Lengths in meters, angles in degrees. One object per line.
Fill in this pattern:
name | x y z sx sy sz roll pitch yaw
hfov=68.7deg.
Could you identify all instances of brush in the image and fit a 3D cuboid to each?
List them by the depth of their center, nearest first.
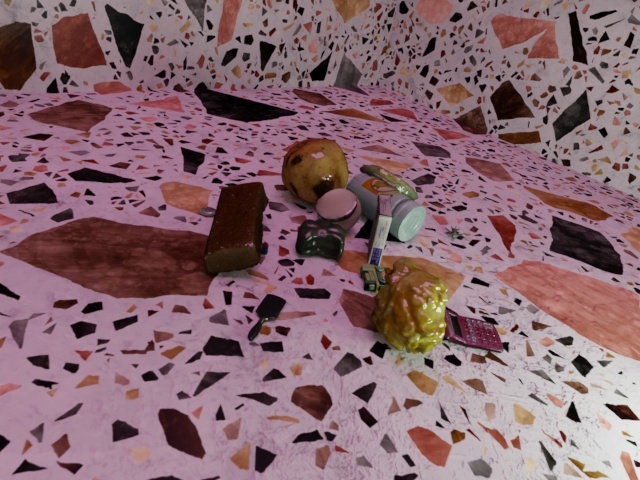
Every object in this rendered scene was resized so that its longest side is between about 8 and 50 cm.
brush | -0.154 0.208 1.277 0.062 0.016 0.193 18 31 10

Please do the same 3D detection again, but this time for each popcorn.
popcorn | 0.234 0.177 1.274 0.192 0.233 0.266 -5 61 -17

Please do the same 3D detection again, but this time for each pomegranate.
pomegranate | -0.017 -0.280 1.884 0.281 0.281 0.281 9 31 -6

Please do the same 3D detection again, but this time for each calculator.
calculator | 0.439 0.271 1.382 0.190 0.034 0.127 16 30 -6

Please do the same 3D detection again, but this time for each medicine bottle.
medicine bottle | 0.203 -0.041 1.636 0.052 0.201 0.171 10 30 1
medicine bottle | 0.248 -0.141 1.855 0.158 0.158 0.318 -17 42 -39

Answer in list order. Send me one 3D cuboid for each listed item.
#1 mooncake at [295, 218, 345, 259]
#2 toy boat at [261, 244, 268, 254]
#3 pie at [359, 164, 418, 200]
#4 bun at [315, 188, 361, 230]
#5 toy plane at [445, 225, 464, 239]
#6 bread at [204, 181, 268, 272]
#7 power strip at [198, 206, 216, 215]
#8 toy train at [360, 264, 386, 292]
mooncake | 0.000 0.000 1.593 0.175 0.104 0.168 -14 46 -32
toy boat | -0.210 0.024 1.540 0.083 0.038 0.038 17 31 15
pie | 0.298 -0.253 2.033 0.302 0.067 0.302 32 7 -4
bun | 0.074 -0.105 1.767 0.172 0.120 0.173 -9 54 13
toy plane | 0.545 -0.029 1.906 0.080 0.033 0.083 19 39 9
bread | -0.267 -0.052 1.534 0.165 0.113 0.417 -11 34 5
power strip | -0.394 -0.109 1.686 0.083 0.035 0.055 10 31 0
toy train | 0.173 0.121 1.509 0.081 0.050 0.122 4 33 -7
